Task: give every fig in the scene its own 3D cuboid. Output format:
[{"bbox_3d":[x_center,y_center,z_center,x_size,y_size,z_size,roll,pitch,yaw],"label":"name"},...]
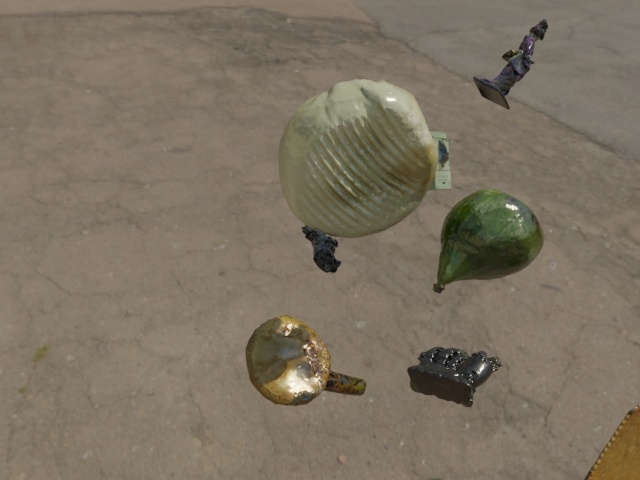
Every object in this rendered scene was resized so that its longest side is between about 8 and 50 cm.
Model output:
[{"bbox_3d":[0.324,0.017,1.182,0.203,0.203,0.235,31,60,33],"label":"fig"}]

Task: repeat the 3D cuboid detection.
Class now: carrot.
[{"bbox_3d":[0.049,0.429,1.732,0.229,0.069,0.069,22,22,-35],"label":"carrot"}]

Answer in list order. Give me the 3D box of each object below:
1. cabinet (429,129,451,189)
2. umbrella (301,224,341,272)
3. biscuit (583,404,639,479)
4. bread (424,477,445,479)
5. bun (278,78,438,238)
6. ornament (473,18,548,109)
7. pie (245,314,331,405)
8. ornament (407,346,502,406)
[{"bbox_3d":[0.371,-0.280,2.045,0.150,0.206,0.145,-2,4,35],"label":"cabinet"},{"bbox_3d":[0.003,0.000,1.524,0.071,0.080,0.224,-36,32,7],"label":"umbrella"},{"bbox_3d":[0.650,0.463,1.180,0.232,0.236,0.013,25,9,-26],"label":"biscuit"},{"bbox_3d":[0.345,0.823,1.617,0.316,0.315,0.054,6,-1,1],"label":"bread"},{"bbox_3d":[0.075,-0.187,1.283,0.366,0.365,0.219,0,34,-8],"label":"bun"},{"bbox_3d":[0.440,-0.393,1.267,0.203,0.081,0.088,-49,56,-2],"label":"ornament"},{"bbox_3d":[-0.086,0.336,1.596,0.274,0.069,0.273,10,52,-14],"label":"pie"},{"bbox_3d":[0.440,0.405,1.853,0.251,0.106,0.260,8,29,34],"label":"ornament"}]
